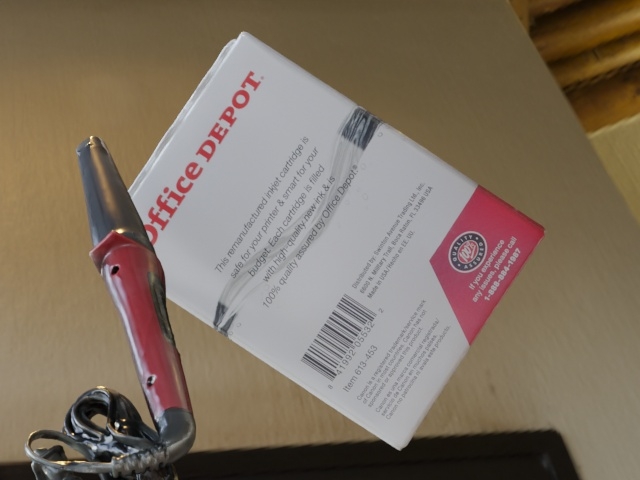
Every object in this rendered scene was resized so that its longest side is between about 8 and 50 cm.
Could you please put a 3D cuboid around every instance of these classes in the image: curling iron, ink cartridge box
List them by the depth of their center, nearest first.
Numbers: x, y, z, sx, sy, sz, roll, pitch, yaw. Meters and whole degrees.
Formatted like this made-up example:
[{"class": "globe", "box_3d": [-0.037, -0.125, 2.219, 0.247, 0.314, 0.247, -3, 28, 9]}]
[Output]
[{"class": "curling iron", "box_3d": [-0.106, 0.019, 0.461, 0.068, 0.274, 0.035, -12, -50, -6]}, {"class": "ink cartridge box", "box_3d": [0.000, 0.000, 0.646, 0.237, 0.100, 0.172, 33, -91, 1]}]
